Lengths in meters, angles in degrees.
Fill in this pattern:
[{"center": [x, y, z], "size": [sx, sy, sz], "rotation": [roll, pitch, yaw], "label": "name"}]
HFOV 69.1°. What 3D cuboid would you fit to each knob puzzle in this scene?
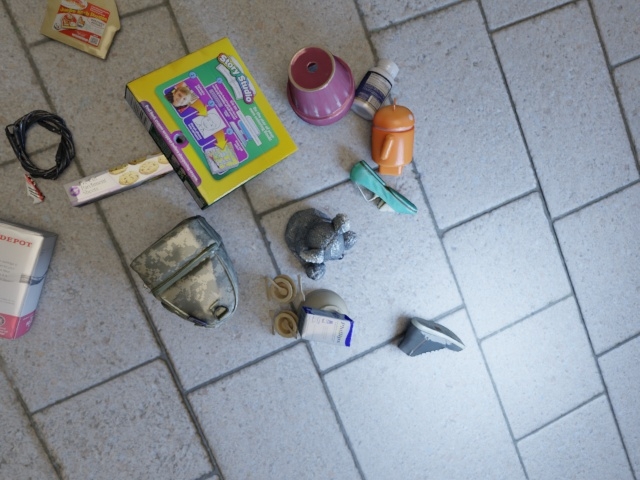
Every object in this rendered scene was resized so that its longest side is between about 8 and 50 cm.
[{"center": [-0.638, -0.614, 1.264], "size": [0.213, 0.030, 0.213], "rotation": [-1, 93, -11], "label": "knob puzzle"}]

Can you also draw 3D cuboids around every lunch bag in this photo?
[{"center": [-0.325, 0.089, 1.229], "size": [0.212, 0.305, 0.256], "rotation": [-41, 99, -6], "label": "lunch bag"}]

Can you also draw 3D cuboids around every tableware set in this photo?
[{"center": [-0.109, 0.199, 1.379], "size": [0.128, 0.039, 0.194], "rotation": [-4, 95, 26], "label": "tableware set"}]

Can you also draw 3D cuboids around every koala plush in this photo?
[{"center": [0.000, 0.000, 1.333], "size": [0.196, 0.221, 0.203], "rotation": [-45, 100, -6], "label": "koala plush"}]

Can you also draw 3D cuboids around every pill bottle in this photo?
[{"center": [0.165, -0.460, 1.408], "size": [0.094, 0.094, 0.170], "rotation": [32, 86, -12], "label": "pill bottle"}]

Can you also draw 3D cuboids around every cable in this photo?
[{"center": [-0.746, -0.254, 1.259], "size": [0.150, 0.047, 0.185], "rotation": [-25, 95, -14], "label": "cable"}]

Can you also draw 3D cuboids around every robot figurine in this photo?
[{"center": [0.216, -0.305, 1.387], "size": [0.158, 0.128, 0.220], "rotation": [-21, 126, -30], "label": "robot figurine"}]

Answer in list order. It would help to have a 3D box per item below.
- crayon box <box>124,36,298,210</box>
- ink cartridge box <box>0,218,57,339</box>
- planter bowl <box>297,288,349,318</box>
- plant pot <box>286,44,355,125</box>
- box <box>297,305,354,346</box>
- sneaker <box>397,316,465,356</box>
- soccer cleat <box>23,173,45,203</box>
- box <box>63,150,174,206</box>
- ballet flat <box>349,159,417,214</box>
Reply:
[{"center": [-0.291, -0.321, 1.281], "size": [0.313, 0.106, 0.363], "rotation": [-37, 100, -24], "label": "crayon box"}, {"center": [-0.844, 0.089, 1.214], "size": [0.207, 0.117, 0.283], "rotation": [17, 90, -12], "label": "ink cartridge box"}, {"center": [0.016, 0.235, 1.407], "size": [0.161, 0.109, 0.162], "rotation": [-1, 93, -11], "label": "planter bowl"}, {"center": [-0.009, -0.444, 1.299], "size": [0.201, 0.180, 0.202], "rotation": [-1, 87, 11], "label": "plant pot"}, {"center": [0.013, 0.236, 1.287], "size": [0.137, 0.126, 0.072], "rotation": [12, 89, -8], "label": "box"}, {"center": [0.358, 0.333, 1.511], "size": [0.221, 0.083, 0.118], "rotation": [25, 107, -19], "label": "sneaker"}, {"center": [-0.784, -0.139, 1.260], "size": [0.035, 0.029, 0.083], "rotation": [-31, 103, -13], "label": "soccer cleat"}, {"center": [-0.533, -0.179, 1.292], "size": [0.323, 0.063, 0.067], "rotation": [-21, 95, -10], "label": "box"}, {"center": [0.188, -0.144, 1.447], "size": [0.247, 0.083, 0.087], "rotation": [39, 109, -11], "label": "ballet flat"}]
